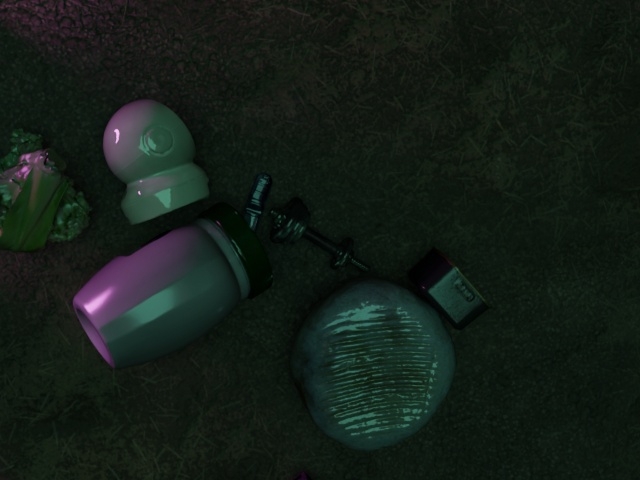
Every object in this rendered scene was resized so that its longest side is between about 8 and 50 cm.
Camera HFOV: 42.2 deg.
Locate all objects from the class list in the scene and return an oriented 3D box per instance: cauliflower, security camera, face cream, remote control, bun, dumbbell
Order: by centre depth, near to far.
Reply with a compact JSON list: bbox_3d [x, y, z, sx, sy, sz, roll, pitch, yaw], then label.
[{"bbox_3d":[-0.566,-0.106,1.632,0.256,0.239,0.315,44,133,-9],"label":"cauliflower"},{"bbox_3d":[-0.294,0.096,1.652,0.357,0.312,0.219,-31,97,-22],"label":"face cream"},{"bbox_3d":[-0.345,-0.168,1.685,0.195,0.194,0.236,-22,96,-4],"label":"security camera"},{"bbox_3d":[0.105,0.258,1.757,0.362,0.211,0.361,0,93,-8],"label":"bun"},{"bbox_3d":[0.000,0.000,1.783,0.255,0.110,0.110,31,91,-13],"label":"dumbbell"},{"bbox_3d":[-0.143,-0.073,1.796,0.044,0.027,0.152,19,95,-15],"label":"remote control"}]

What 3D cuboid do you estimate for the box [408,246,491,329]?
[{"bbox_3d":[0.270,0.104,1.769,0.090,0.201,0.144,-42,99,2],"label":"box"}]

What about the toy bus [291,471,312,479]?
[{"bbox_3d":[-0.004,0.605,1.835,0.087,0.098,0.178,-41,94,-3],"label":"toy bus"}]
